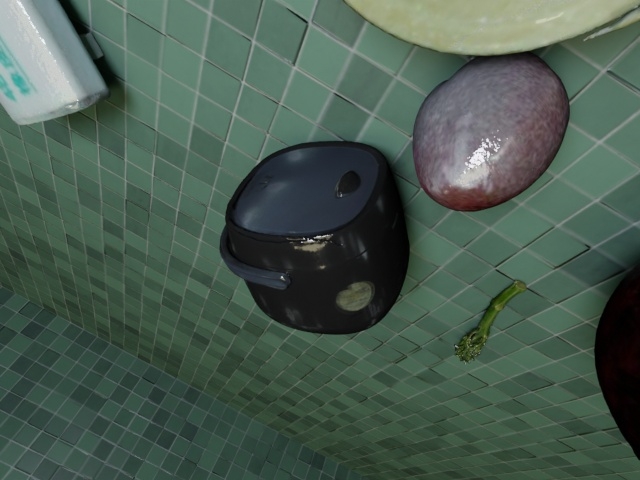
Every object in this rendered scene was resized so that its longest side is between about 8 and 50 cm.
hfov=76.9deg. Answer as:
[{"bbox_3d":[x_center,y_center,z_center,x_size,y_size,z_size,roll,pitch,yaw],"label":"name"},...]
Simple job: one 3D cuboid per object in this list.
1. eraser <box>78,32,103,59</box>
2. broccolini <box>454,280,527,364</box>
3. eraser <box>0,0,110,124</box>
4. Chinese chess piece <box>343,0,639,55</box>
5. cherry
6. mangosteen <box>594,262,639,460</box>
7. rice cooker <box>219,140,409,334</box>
[{"bbox_3d":[-0.389,-0.305,0.641,0.083,0.019,0.038,4,134,24],"label":"eraser"},{"bbox_3d":[0.315,0.154,0.754,0.054,0.051,0.239,24,133,12],"label":"broccolini"},{"bbox_3d":[-0.452,-0.321,0.573,0.189,0.104,0.290,0,126,31],"label":"eraser"},{"bbox_3d":[0.125,-0.294,0.247,0.349,0.147,0.349,13,148,8],"label":"Chinese chess piece"},{"bbox_3d":[0.180,-0.113,0.438,0.140,0.176,0.176,24,144,-27],"label":"cherry"},{"bbox_3d":[0.493,0.124,0.384,0.380,0.381,0.422,12,125,16],"label":"mangosteen"},{"bbox_3d":[0.000,0.000,0.594,0.267,0.267,0.225,5,139,23],"label":"rice cooker"}]
